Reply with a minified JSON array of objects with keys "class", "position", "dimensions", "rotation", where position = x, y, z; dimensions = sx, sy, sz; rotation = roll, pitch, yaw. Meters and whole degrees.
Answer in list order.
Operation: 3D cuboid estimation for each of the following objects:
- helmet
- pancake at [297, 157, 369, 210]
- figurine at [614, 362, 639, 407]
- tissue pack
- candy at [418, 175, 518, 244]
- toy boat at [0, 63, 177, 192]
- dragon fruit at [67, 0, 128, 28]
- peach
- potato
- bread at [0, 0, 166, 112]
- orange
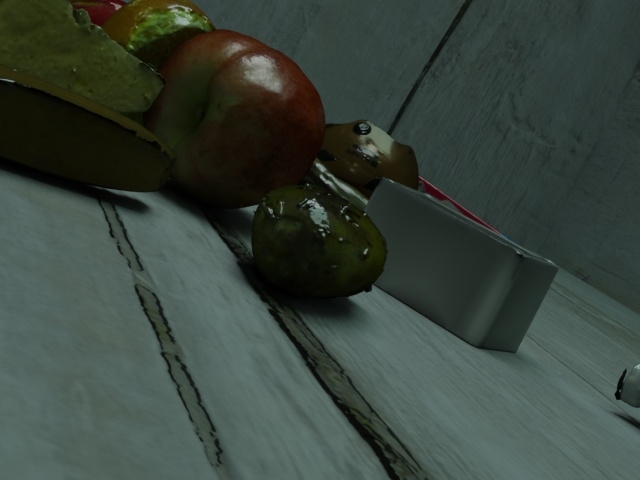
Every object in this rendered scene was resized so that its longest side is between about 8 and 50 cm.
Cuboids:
[{"class":"helmet","position":[0.064,-0.107,1.850],"dimensions":[0.224,0.198,0.130],"rotation":[20,39,2]},{"class":"pancake","position":[0.029,-0.068,1.681],"dimensions":[0.294,0.049,0.294],"rotation":[39,-4,3]},{"class":"figurine","position":[0.485,0.230,1.255],"dimensions":[0.245,0.110,0.138],"rotation":[26,8,36]},{"class":"tissue pack","position":[0.176,0.032,1.399],"dimensions":[0.246,0.136,0.159],"rotation":[31,8,32]},{"class":"candy","position":[0.242,-0.034,2.002],"dimensions":[0.305,0.100,0.157],"rotation":[36,2,12]},{"class":"toy boat","position":[-0.277,-0.116,1.020],"dimensions":[0.321,0.089,0.121],"rotation":[17,10,-46]},{"class":"dragon fruit","position":[-0.390,-0.373,1.976],"dimensions":[0.290,0.189,0.290],"rotation":[26,8,-4]},{"class":"peach","position":[-0.100,-0.148,1.320],"dimensions":[0.232,0.232,0.256],"rotation":[31,11,27]},{"class":"potato","position":[0.000,0.000,1.094],"dimensions":[0.149,0.113,0.251],"rotation":[25,9,14]},{"class":"bread","position":[-0.330,-0.263,1.220],"dimensions":[0.236,0.198,0.263],"rotation":[0,21,-40]},{"class":"orange","position":[-0.237,-0.240,1.443],"dimensions":[0.179,0.237,0.158],"rotation":[-29,48,-23]}]
